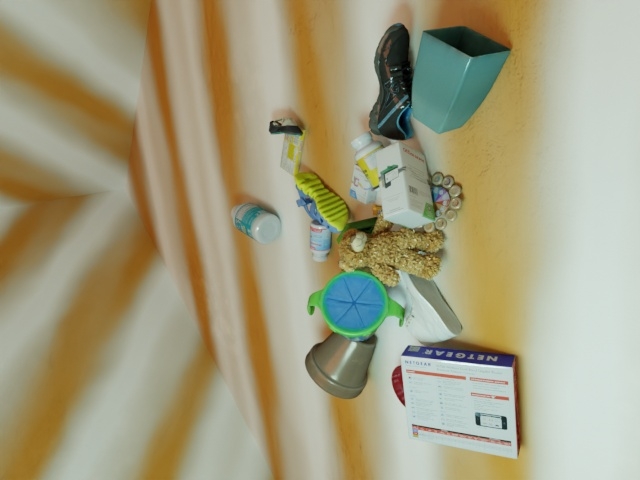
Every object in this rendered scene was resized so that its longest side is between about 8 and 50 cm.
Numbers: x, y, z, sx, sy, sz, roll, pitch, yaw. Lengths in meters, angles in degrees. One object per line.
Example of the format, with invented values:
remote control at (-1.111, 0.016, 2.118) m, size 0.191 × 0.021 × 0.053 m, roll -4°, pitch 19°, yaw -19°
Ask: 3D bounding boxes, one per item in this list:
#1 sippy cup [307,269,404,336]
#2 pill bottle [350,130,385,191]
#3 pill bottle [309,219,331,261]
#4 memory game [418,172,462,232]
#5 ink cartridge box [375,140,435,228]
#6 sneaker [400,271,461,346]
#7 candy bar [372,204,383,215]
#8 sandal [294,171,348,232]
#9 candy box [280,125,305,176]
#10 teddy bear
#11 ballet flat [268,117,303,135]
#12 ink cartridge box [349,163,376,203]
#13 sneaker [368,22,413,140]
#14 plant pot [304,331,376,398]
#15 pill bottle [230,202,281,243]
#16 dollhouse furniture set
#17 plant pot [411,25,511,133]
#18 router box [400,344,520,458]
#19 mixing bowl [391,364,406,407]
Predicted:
sippy cup at (0.125, 0.253, 1.675) m, size 0.305 × 0.240 × 0.224 m, roll 40°, pitch 165°, yaw 24°
pill bottle at (0.176, -0.260, 1.539) m, size 0.103 × 0.103 × 0.184 m, roll -27°, pitch 97°, yaw 52°
pill bottle at (0.000, 0.000, 1.902) m, size 0.087 × 0.087 × 0.160 m, roll 25°, pitch 122°, yaw 44°
memory game at (0.344, -0.116, 1.432) m, size 0.186 × 0.012 × 0.186 m, roll -11°, pitch 73°, yaw 39°
ink cartridge box at (0.253, -0.163, 1.406) m, size 0.093 × 0.160 × 0.219 m, roll -19°, pitch 67°, yaw 37°
sneaker at (0.320, 0.216, 1.571) m, size 0.169 × 0.108 × 0.292 m, roll -45°, pitch 70°, yaw 46°
candy bar at (0.241, -0.097, 1.622) m, size 0.162 × 0.018 × 0.040 m, roll 14°, pitch 114°, yaw 49°
sandal at (-0.002, -0.131, 1.840) m, size 0.317 × 0.126 × 0.138 m, roll 53°, pitch 143°, yaw 36°
candy box at (-0.117, -0.379, 1.952) m, size 0.105 × 0.027 × 0.205 m, roll 41°, pitch 132°, yaw 38°
teddy bear at (0.221, 0.026, 1.485) m, size 0.338 × 0.113 × 0.244 m, roll 22°, pitch 86°, yaw 16°
ballet flat at (-0.142, -0.455, 1.881) m, size 0.203 × 0.074 × 0.074 m, roll 19°, pitch 117°, yaw 49°
ink cartridge box at (0.156, -0.203, 1.659) m, size 0.089 × 0.052 × 0.122 m, roll 35°, pitch 127°, yaw 39°
sneaker at (0.240, -0.466, 1.412) m, size 0.140 × 0.125 × 0.340 m, roll 33°, pitch 138°, yaw 36°
plant pot at (0.102, 0.444, 1.850) m, size 0.263 × 0.263 × 0.229 m, roll 42°, pitch 115°, yaw 34°
pill bottle at (-0.315, -0.091, 2.212) m, size 0.264 × 0.146 × 0.146 m, roll 28°, pitch 124°, yaw 43°
dollhouse furniture set at (0.142, 0.089, 1.706) m, size 0.197 × 0.151 × 0.301 m, roll 55°, pitch 139°, yaw 22°
plant pot at (0.348, -0.417, 1.254) m, size 0.165 × 0.166 × 0.234 m, roll 46°, pitch 141°, yaw 31°
router box at (0.433, 0.493, 1.461) m, size 0.336 × 0.082 × 0.300 m, roll 0°, pitch 104°, yaw 29°
mixing bowl at (0.349, 0.505, 1.652) m, size 0.182 × 0.098 × 0.181 m, roll 21°, pitch 119°, yaw 46°
